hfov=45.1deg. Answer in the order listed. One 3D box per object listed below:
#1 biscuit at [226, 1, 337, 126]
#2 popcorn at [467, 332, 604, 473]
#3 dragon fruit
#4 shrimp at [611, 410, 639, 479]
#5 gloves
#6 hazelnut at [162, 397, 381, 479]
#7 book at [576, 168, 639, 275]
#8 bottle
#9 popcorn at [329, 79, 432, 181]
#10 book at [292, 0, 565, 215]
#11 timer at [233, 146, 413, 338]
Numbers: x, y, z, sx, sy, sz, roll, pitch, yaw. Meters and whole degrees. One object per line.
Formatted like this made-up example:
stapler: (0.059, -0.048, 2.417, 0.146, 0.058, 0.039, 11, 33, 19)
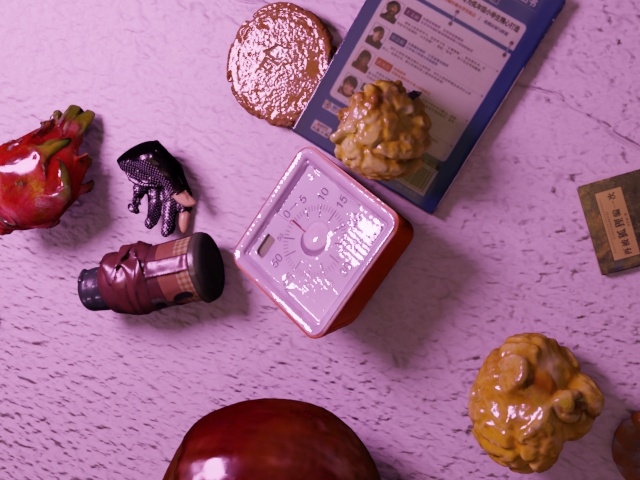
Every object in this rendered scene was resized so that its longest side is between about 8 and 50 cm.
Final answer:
biscuit: (-0.070, -0.321, 1.413, 0.226, 0.042, 0.226, 2, 96, 16)
popcorn: (0.359, 0.275, 1.289, 0.203, 0.226, 0.200, 15, 140, -23)
dragon fruit: (-0.542, -0.136, 1.492, 0.200, 0.269, 0.198, -19, 133, 36)
shrimp: (0.578, 0.359, 1.289, 0.161, 0.049, 0.166, -30, 87, 17)
gloves: (-0.300, -0.096, 1.473, 0.129, 0.106, 0.180, -19, 117, 16)
hazelnut: (-0.078, 0.476, 1.312, 0.421, 0.353, 0.421, 0, 79, 2)
book: (0.559, -0.047, 1.277, 0.228, 0.024, 0.160, -16, 92, 14)
bottle: (-0.324, 0.072, 1.461, 0.271, 0.143, 0.156, -12, 130, 12)
popcorn: (0.106, -0.184, 1.273, 0.173, 0.142, 0.173, 1, 70, -2)
book: (0.179, -0.299, 1.333, 0.300, 0.039, 0.428, 32, 100, 3)
timer: (0.000, 0.000, 1.361, 0.250, 0.161, 0.257, 38, 102, 17)
